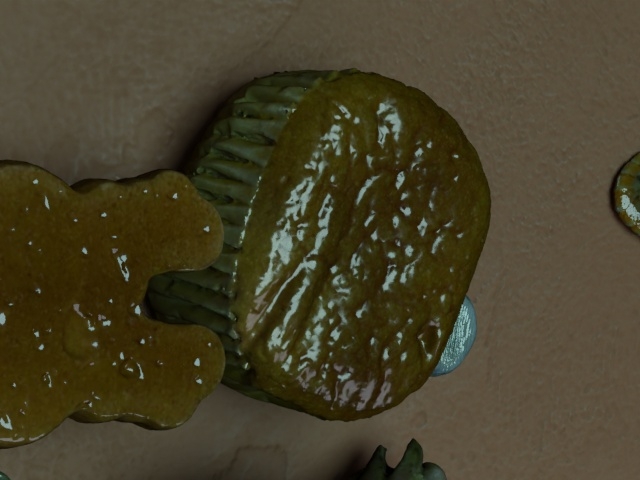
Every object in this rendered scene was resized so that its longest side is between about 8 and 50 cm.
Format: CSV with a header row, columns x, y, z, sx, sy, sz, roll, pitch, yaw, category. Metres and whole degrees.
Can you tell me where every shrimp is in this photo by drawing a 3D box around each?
x,y,z,sx,sy,sz,roll,pitch,yaw,category
0.301,-0.030,1.645,0.114,0.023,0.083,41,68,-23,shrimp

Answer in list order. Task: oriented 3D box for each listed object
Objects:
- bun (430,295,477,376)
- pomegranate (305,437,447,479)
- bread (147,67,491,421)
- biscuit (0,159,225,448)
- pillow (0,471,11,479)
x,y,z,sx,sy,sz,roll,pitch,yaw,category
0.087,0.069,1.500,0.083,0.045,0.083,-14,110,-42,bun
0.005,0.276,1.360,0.285,0.285,0.341,62,33,-18,pomegranate
0.000,0.000,1.390,0.227,0.142,0.253,35,72,-35,bread
-0.180,0.038,1.197,0.295,0.044,0.186,5,81,-43,biscuit
-0.352,0.055,1.171,0.280,0.076,0.274,-10,96,-12,pillow
